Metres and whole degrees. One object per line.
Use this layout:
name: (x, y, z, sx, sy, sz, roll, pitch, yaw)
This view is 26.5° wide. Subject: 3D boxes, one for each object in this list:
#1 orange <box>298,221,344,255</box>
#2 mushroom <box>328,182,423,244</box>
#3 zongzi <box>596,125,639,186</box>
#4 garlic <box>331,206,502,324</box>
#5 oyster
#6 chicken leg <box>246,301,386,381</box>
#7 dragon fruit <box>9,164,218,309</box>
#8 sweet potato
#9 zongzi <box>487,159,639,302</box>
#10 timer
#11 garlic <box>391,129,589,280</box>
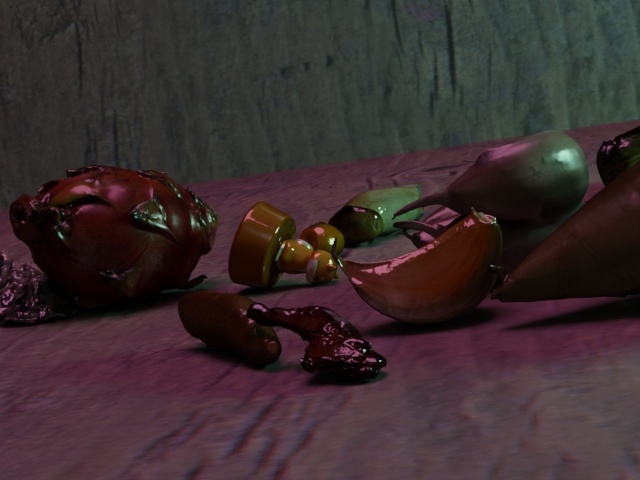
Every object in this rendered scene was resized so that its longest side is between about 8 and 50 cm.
orange: (0.000, 0.000, 2.264, 0.086, 0.062, 0.086, -6, 10, 1)
mushroom: (0.128, -0.058, 2.452, 0.107, 0.087, 0.333, -5, 7, 31)
zongzi: (0.577, -0.137, 2.430, 0.286, 0.138, 0.300, -20, -2, -20)
garlic: (0.129, 0.051, 1.649, 0.206, 0.128, 0.115, -15, 50, -3)
oyster: (-0.462, 0.086, 2.184, 0.199, 0.087, 0.252, -7, 21, 12)
chicken leg: (-0.001, 0.107, 1.502, 0.093, 0.053, 0.205, -14, 20, -25)
dragon fruit: (-0.317, -0.007, 2.113, 0.250, 0.250, 0.315, -3, -3, 36)
sweet potato: (-0.096, 0.107, 1.645, 0.077, 0.077, 0.243, -14, 16, -31)
zongzi: (0.422, -0.069, 1.675, 0.418, 0.181, 0.447, -14, 20, 17)
timer: (-0.044, 0.025, 2.044, 0.152, 0.132, 0.132, 19, 17, 16)
garlic: (0.250, -0.051, 1.849, 0.292, 0.210, 0.237, -19, 20, -32)
